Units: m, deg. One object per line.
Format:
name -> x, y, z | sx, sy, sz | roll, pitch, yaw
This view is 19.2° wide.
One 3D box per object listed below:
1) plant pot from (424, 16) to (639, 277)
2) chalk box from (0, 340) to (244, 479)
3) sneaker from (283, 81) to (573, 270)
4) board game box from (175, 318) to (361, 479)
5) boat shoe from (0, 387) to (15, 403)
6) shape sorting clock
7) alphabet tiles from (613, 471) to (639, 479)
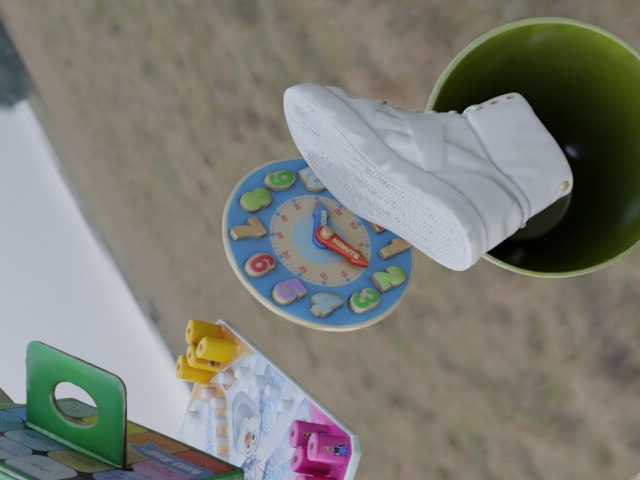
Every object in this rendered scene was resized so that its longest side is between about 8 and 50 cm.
plant pot -> 0.237, -0.084, 2.110 | 0.275, 0.274, 0.293 | 61, 176, 4
chalk box -> -0.184, 0.216, 1.319 | 0.180, 0.289, 0.179 | 20, -167, 32
sneaker -> 0.107, -0.090, 1.802 | 0.292, 0.169, 0.108 | 38, 148, 38
board game box -> -0.112, 0.318, 2.007 | 0.050, 0.390, 0.390 | 14, -170, -27
boat shoe -> -0.379, 0.229, 2.221 | 0.219, 0.070, 0.078 | 47, -171, -22
shape sorting clock -> 0.000, 0.000, 1.928 | 0.206, 0.206, 0.040 | 60, 143, 21
alphabet tiles -> 0.333, 0.248, 1.811 | 0.285, 0.342, 0.011 | -38, 57, 55
